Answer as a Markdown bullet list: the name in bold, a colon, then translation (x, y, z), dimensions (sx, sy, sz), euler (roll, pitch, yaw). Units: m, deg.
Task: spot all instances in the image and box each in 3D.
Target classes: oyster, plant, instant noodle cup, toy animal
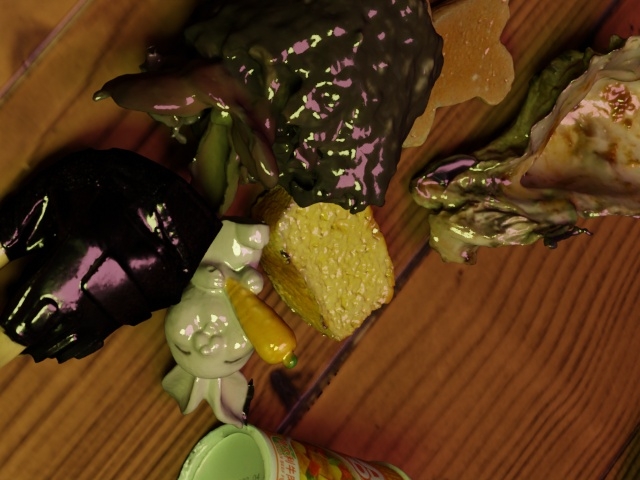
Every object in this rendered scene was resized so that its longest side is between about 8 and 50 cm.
- **oyster**: translation (0.241, -0.072, 1.722), dimensions (0.337, 0.133, 0.198), euler (-33, 107, -24)
- **plant**: translation (-0.023, -0.114, 1.404), dimensions (0.234, 0.178, 0.204), euler (-53, 139, -21)
- **instant noodle cup**: translation (-0.025, 0.243, 1.603), dimensions (0.185, 0.168, 0.168), euler (31, 86, -41)
- **toy animal**: translation (-0.074, 0.072, 1.481), dimensions (0.127, 0.131, 0.182), euler (-25, 118, -80)

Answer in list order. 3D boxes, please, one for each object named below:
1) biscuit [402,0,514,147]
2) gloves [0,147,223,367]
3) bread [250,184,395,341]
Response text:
- **biscuit**: translation (0.085, -0.157, 1.605), dimensions (0.234, 0.030, 0.153), euler (-28, 126, -34)
- **gloves**: translation (-0.185, 0.029, 1.363), dimensions (0.164, 0.124, 0.203), euler (41, 69, -29)
- **bread**: translation (0.000, 0.000, 1.569), dimensions (0.103, 0.065, 0.187), euler (-47, 137, -17)
